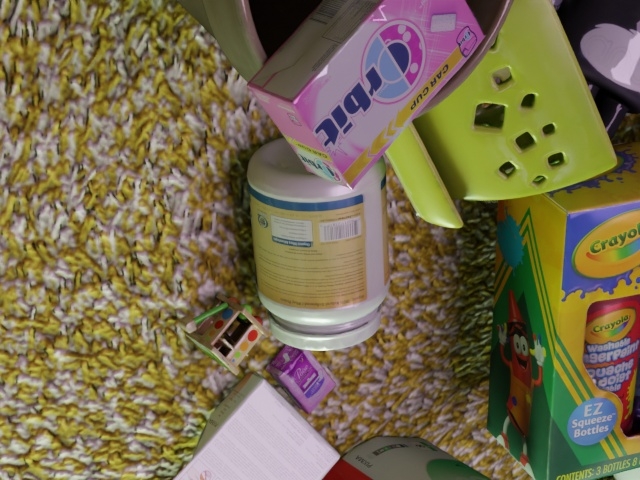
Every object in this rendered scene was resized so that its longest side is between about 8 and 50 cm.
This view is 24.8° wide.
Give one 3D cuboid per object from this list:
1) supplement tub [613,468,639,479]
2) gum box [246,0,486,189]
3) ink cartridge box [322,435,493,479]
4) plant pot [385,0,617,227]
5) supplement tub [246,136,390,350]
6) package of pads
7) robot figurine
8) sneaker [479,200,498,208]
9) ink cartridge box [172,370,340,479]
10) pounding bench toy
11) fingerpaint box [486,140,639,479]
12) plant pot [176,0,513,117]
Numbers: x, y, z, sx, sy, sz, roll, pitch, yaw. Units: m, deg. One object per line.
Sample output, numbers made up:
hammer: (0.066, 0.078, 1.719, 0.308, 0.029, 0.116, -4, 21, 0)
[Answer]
supplement tub: (0.532, 0.317, 2.066, 0.228, 0.228, 0.316, -44, 131, -17)
gum box: (0.043, -0.149, 1.172, 0.188, 0.062, 0.107, -49, 133, -13)
ink cartridge box: (0.095, 0.286, 1.713, 0.225, 0.181, 0.056, 11, 100, -41)
plant pot: (0.144, -0.160, 1.485, 0.207, 0.227, 0.228, -28, 118, 4)
supplement tub: (0.000, 0.000, 1.531, 0.144, 0.144, 0.199, -21, 121, -33)
package of pads: (-0.021, 0.155, 1.659, 0.050, 0.032, 0.083, -50, 132, -16)
robot figurine: (0.340, -0.258, 1.696, 0.278, 0.174, 0.209, -64, 169, 1)
sneaker: (0.198, -0.089, 1.708, 0.234, 0.078, 0.106, 3, 104, -43)
ink cartridge box: (-0.084, 0.259, 1.621, 0.179, 0.045, 0.145, -46, 114, -10)
pounding bench toy: (-0.105, 0.088, 1.544, 0.065, 0.052, 0.083, -51, 133, -11)
fingerpaint box: (0.438, 0.066, 1.751, 0.445, 0.163, 0.371, -10, 117, -20)
plant pot: (-0.022, -0.287, 1.294, 0.323, 0.280, 0.323, -17, 118, -34)
